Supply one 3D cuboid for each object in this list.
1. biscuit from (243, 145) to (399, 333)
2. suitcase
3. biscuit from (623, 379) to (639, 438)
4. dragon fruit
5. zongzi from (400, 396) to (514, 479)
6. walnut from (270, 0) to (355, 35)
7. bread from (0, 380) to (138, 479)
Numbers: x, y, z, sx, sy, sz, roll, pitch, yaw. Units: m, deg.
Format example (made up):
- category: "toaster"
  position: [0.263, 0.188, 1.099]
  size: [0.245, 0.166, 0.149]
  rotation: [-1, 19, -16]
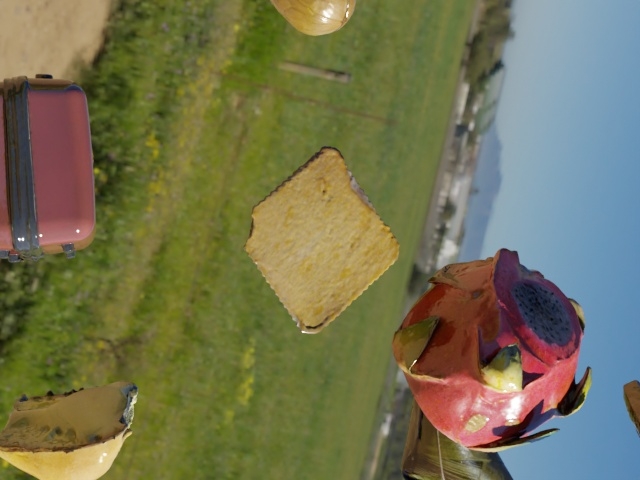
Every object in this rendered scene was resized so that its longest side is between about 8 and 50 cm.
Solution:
- category: "biscuit"
  position: [0.000, 0.000, 1.707]
  size: [0.237, 0.232, 0.013]
  rotation: [-42, -162, -25]
- category: "suitcase"
  position: [-0.388, -0.092, 1.448]
  size: [0.297, 0.161, 0.236]
  rotation: [167, -81, -79]
- category: "biscuit"
  position: [0.587, 0.403, 1.785]
  size: [0.359, 0.046, 0.359]
  rotation: [-23, 90, -79]
- category: "dragon fruit"
  position: [0.271, 0.150, 1.558]
  size: [0.189, 0.291, 0.290]
  rotation: [-36, -153, 46]
- category: "zongzi"
  position: [0.344, 0.420, 2.337]
  size: [0.154, 0.318, 0.289]
  rotation: [-21, 123, -61]
- category: "walnut"
  position: [-0.021, -0.515, 2.170]
  size: [0.167, 0.207, 0.167]
  rotation: [-39, 170, -9]
- category: "bread"
  position: [-0.479, 0.382, 2.049]
  size: [0.204, 0.262, 0.162]
  rotation: [-78, 159, -66]
